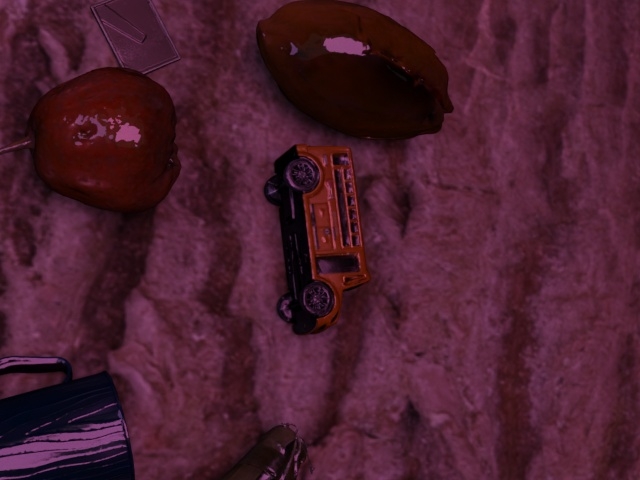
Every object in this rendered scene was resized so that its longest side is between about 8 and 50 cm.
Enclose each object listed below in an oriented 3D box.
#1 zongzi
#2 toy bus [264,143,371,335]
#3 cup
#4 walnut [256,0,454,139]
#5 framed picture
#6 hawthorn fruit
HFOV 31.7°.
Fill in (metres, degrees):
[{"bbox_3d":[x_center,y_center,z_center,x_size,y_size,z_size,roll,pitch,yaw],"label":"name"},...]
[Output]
[{"bbox_3d":[-0.037,0.258,1.150,0.109,0.055,0.119,-45,109,-22],"label":"zongzi"},{"bbox_3d":[0.000,0.000,1.187,0.088,0.083,0.194,-4,82,-21],"label":"toy bus"},{"bbox_3d":[-0.261,0.186,1.060,0.138,0.150,0.113,-12,119,-20],"label":"cup"},{"bbox_3d":[0.042,-0.182,1.211,0.245,0.137,0.137,17,76,-17],"label":"walnut"},{"bbox_3d":[-0.195,-0.219,1.194,0.066,0.007,0.089,-28,91,-21],"label":"framed picture"},{"bbox_3d":[-0.220,-0.108,1.092,0.189,0.149,0.149,22,74,-18],"label":"hawthorn fruit"}]
